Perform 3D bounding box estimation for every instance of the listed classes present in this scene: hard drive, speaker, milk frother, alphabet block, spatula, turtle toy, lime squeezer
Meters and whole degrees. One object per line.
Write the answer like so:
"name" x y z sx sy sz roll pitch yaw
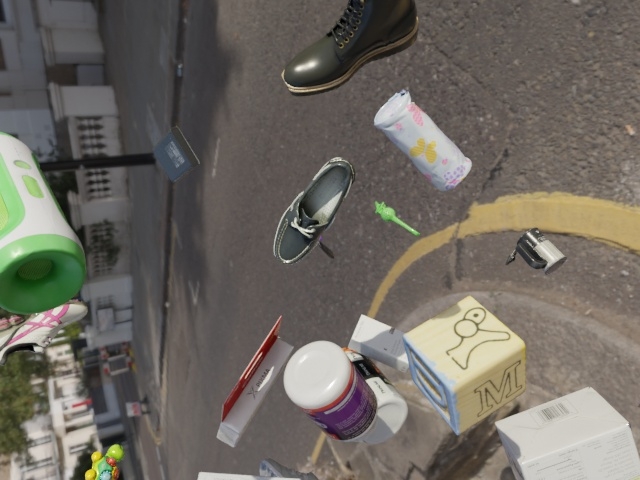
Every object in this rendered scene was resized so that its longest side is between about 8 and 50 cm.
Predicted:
"hard drive" -0.330 -0.191 1.166 0.135 0.022 0.094 -18 106 53
"speaker" -0.432 -0.036 0.723 0.296 0.131 0.131 46 138 34
"milk frother" 0.685 0.059 1.660 0.135 0.129 0.143 57 162 32
"alphabet block" 0.330 0.282 1.183 0.192 0.197 0.193 50 163 48
"spatula" 0.000 0.000 1.744 0.296 0.030 0.084 56 -170 -60
"turtle toy" -0.543 0.580 1.308 0.130 0.066 0.095 -92 6 -54
"lime squeezer" 0.268 -0.113 2.035 0.310 0.110 0.059 45 123 51

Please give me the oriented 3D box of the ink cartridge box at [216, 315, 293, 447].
"ink cartridge box" -0.170 0.389 1.410 0.066 0.296 0.261 29 142 7

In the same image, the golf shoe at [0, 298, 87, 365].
"golf shoe" -0.531 0.173 0.980 0.067 0.186 0.086 -40 76 45

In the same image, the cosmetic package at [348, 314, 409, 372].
"cosmetic package" 0.230 0.376 1.879 0.231 0.117 0.085 22 142 8

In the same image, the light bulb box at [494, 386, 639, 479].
"light bulb box" 0.825 0.741 1.688 0.225 0.358 0.361 -96 -16 -75

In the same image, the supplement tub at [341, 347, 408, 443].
"supplement tub" 0.148 0.549 1.871 0.338 0.207 0.207 -137 45 -56

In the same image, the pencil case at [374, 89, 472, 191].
"pencil case" 0.257 -0.246 1.291 0.113 0.273 0.124 -40 18 25

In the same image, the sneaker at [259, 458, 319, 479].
"sneaker" -0.066 0.759 1.584 0.281 0.115 0.105 25 118 27

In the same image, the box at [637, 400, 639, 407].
"box" 1.003 0.420 1.306 0.293 0.057 0.201 28 124 34

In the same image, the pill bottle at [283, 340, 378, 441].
"pill bottle" 0.043 0.423 1.391 0.181 0.181 0.323 45 170 48

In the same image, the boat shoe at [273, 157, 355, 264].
"boat shoe" -0.024 -0.065 1.226 0.302 0.114 0.091 -61 2 13

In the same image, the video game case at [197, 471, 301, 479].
"video game case" -0.190 0.700 1.240 0.244 0.269 0.061 -81 -13 -45

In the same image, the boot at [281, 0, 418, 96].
"boot" 0.030 -0.275 0.651 0.077 0.198 0.137 59 180 18
